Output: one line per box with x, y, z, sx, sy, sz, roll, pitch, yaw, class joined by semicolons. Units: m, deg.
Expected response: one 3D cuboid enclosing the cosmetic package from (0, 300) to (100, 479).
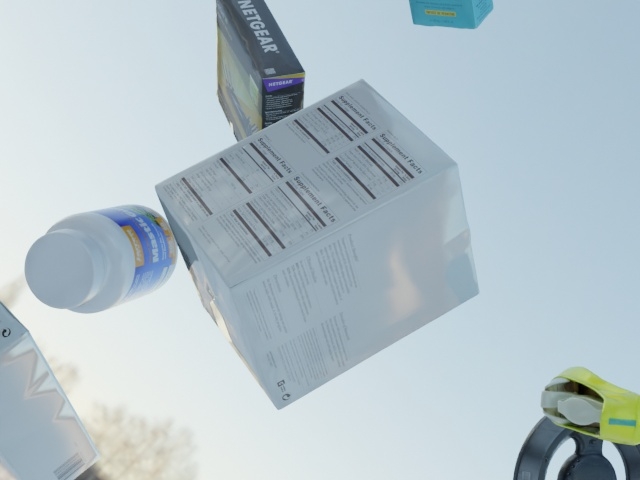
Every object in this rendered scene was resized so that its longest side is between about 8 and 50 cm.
-0.389;0.106;1.304;0.284;0.097;0.377;44;-19;21;cosmetic package

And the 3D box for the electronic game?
0.359;0.329;1.651;0.229;0.229;0.048;49;-20;-16;electronic game

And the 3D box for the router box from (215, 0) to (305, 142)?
-0.114;-0.279;2.195;0.308;0.081;0.242;-117;-158;-45;router box

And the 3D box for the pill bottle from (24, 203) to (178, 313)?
-0.332;0.028;1.848;0.152;0.152;0.272;42;14;7;pill bottle

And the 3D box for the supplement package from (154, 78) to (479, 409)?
0.000;0.000;1.313;0.198;0.263;0.199;49;-18;44;supplement package

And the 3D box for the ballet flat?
0.305;0.192;1.435;0.231;0.077;0.077;-172;-97;-74;ballet flat

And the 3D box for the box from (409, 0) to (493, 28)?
0.158;-0.401;1.604;0.101;0.060;0.244;11;-47;31;box
